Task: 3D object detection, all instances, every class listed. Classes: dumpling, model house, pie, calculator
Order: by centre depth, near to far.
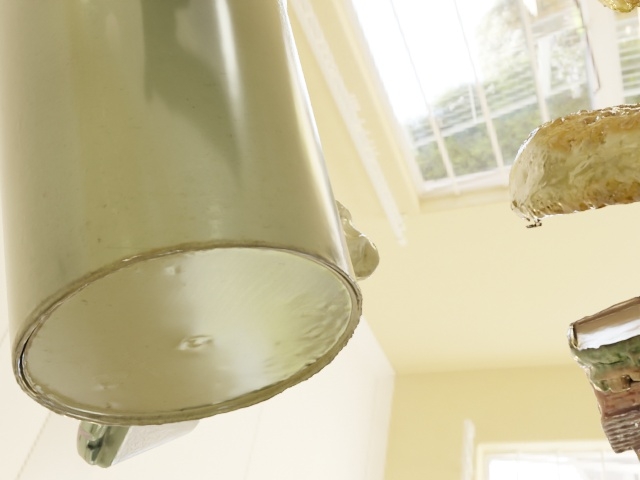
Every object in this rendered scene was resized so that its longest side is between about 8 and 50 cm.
[{"bbox_3d":[0.315,-0.084,0.643,0.315,0.315,0.092,-25,-77,-68],"label":"pie"},{"bbox_3d":[-0.171,0.168,0.830,0.141,0.045,0.246,-62,-18,8],"label":"calculator"},{"bbox_3d":[0.493,0.200,1.031,0.237,0.236,0.202,66,-167,-3],"label":"model house"},{"bbox_3d":[0.002,0.001,1.112,0.100,0.169,0.134,42,-131,-46],"label":"dumpling"}]

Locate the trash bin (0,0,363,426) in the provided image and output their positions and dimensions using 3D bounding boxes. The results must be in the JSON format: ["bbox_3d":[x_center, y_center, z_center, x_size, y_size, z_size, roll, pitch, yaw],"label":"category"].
[{"bbox_3d":[-0.136,-0.094,0.640,0.280,0.280,0.432,50,-161,-54],"label":"trash bin"}]

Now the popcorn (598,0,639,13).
[{"bbox_3d":[0.194,-0.184,0.463,0.084,0.084,0.084,-8,-90,-69],"label":"popcorn"}]
